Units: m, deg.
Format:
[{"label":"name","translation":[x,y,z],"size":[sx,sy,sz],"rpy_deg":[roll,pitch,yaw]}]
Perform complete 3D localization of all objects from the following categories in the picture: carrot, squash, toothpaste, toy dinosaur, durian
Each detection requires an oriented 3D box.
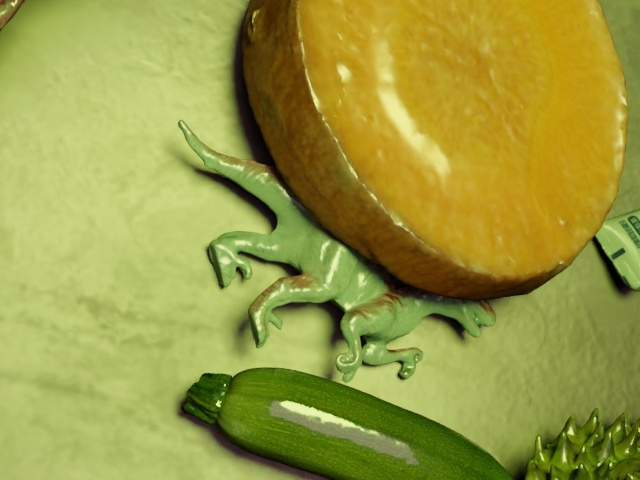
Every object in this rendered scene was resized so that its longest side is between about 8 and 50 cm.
[{"label":"carrot","translation":[0.087,-0.106,0.773],"size":[0.258,0.100,0.307],"rpy_deg":[-24,82,-23]},{"label":"squash","translation":[0.033,0.141,0.749],"size":[0.258,0.069,0.069],"rpy_deg":[24,75,-11]},{"label":"toothpaste","translation":[0.327,-0.030,0.874],"size":[0.239,0.039,0.062],"rpy_deg":[-23,72,-17]},{"label":"toy dinosaur","translation":[0.000,0.000,0.773],"size":[0.167,0.053,0.242],"rpy_deg":[-33,90,-19]},{"label":"durian","translation":[0.204,0.192,0.753],"size":[0.375,0.107,0.132],"rpy_deg":[-33,114,-41]}]

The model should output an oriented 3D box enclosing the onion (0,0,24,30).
[{"label":"onion","translation":[-0.289,-0.197,0.679],"size":[0.349,0.159,0.267],"rpy_deg":[-7,94,-23]}]
